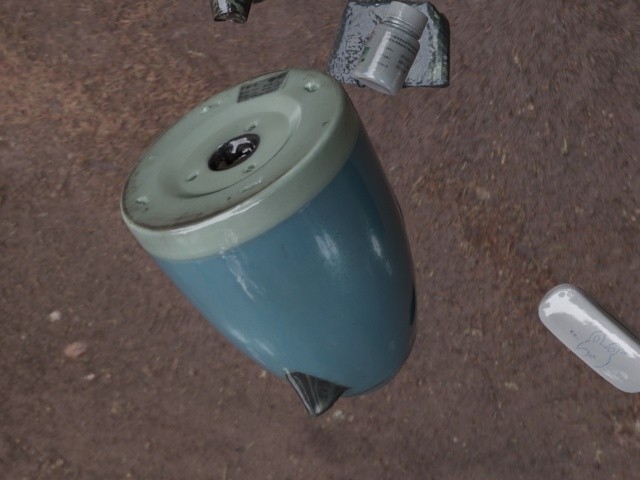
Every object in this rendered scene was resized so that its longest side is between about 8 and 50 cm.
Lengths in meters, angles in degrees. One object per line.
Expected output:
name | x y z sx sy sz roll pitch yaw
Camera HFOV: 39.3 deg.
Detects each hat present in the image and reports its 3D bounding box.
hat | -0.106 -0.283 1.057 0.121 0.121 0.050 5 92 12

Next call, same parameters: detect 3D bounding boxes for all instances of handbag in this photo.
handbag | 0.138 -0.388 1.787 0.270 0.089 0.175 8 89 26

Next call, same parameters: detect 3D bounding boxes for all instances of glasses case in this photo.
glasses case | 0.472 0.165 1.515 0.233 0.059 0.092 41 118 -3

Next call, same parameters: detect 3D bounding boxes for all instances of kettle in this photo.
kettle | 0.000 0.000 0.967 0.247 0.319 0.342 -5 132 35

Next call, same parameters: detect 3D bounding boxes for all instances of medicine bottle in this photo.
medicine bottle | 0.112 -0.300 1.402 0.080 0.080 0.130 25 91 6
